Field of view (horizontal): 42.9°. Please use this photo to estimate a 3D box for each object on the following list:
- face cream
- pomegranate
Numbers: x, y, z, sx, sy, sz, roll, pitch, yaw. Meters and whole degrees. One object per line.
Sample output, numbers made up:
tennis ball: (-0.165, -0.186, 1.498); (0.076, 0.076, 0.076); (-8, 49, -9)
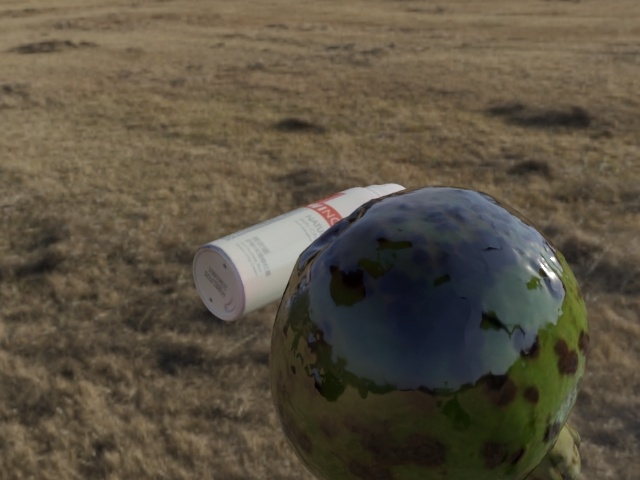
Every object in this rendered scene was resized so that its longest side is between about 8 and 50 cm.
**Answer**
face cream: (0.000, 0.000, 1.054); (0.102, 0.102, 0.345); (17, 30, 42)
pomegranate: (0.088, 0.114, 0.609); (0.242, 0.306, 0.242); (-16, 20, 6)
